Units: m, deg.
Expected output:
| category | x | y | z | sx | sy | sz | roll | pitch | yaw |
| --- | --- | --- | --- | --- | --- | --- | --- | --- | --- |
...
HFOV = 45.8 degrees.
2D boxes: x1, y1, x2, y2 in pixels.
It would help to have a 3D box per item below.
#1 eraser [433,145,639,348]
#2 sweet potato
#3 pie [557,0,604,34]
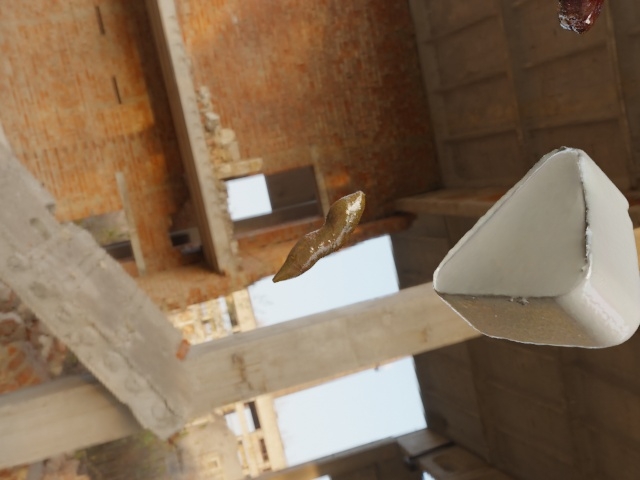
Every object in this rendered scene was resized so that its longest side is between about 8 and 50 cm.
| category | x | y | z | sx | sy | sz | roll | pitch | yaw |
| --- | --- | --- | --- | --- | --- | --- | --- | --- | --- |
| eraser | 0.372 | 0.005 | 1.200 | 0.150 | 0.331 | 0.331 | 38 | 1 | -22 |
| sweet potato | 0.003 | 0.002 | 1.299 | 0.065 | 0.218 | 0.051 | 44 | 1 | -13 |
| pie | 0.260 | -0.270 | 0.709 | 0.038 | 0.154 | 0.154 | 20 | -40 | 18 |
